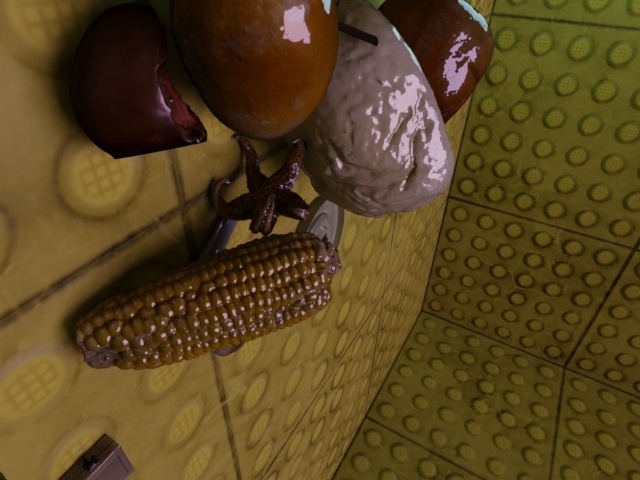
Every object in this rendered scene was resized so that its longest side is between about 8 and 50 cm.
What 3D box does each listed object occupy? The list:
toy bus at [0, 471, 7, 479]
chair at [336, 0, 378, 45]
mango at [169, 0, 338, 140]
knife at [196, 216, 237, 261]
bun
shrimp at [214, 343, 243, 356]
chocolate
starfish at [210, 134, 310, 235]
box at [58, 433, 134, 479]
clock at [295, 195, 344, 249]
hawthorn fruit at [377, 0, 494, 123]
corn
[{"bbox_3d":[-0.370,0.269,0.300,0.262,0.127,0.150,-56,154,-26],"label":"toy bus"},{"bbox_3d":[-0.022,-0.312,0.499,0.104,0.221,0.095,-51,161,-38],"label":"chair"},{"bbox_3d":[-0.076,-0.202,0.447,0.316,0.146,0.193,-159,-130,-75],"label":"mango"},{"bbox_3d":[-0.172,0.015,0.665,0.162,0.023,0.044,-65,159,-10],"label":"knife"},{"bbox_3d":[0.055,-0.196,0.694,0.227,0.349,0.352,-28,174,10],"label":"bun"},{"bbox_3d":[-0.133,0.120,0.765,0.186,0.068,0.287,-66,164,6],"label":"shrimp"},{"bbox_3d":[-0.174,-0.152,0.409,0.127,0.124,0.133,-23,105,-45],"label":"chocolate"},{"bbox_3d":[-0.072,-0.080,0.610,0.147,0.189,0.074,-59,145,-8],"label":"starfish"},{"bbox_3d":[-0.314,0.330,0.590,0.079,0.035,0.084,-46,146,-44],"label":"box"},{"bbox_3d":[0.000,0.000,1.026,0.235,0.029,0.235,-48,149,-42],"label":"clock"},{"bbox_3d":[0.206,-0.360,0.907,0.301,0.267,0.267,-63,158,7],"label":"hawthorn fruit"},{"bbox_3d":[-0.124,0.078,0.555,0.346,0.130,0.130,-18,133,-19],"label":"corn"}]
